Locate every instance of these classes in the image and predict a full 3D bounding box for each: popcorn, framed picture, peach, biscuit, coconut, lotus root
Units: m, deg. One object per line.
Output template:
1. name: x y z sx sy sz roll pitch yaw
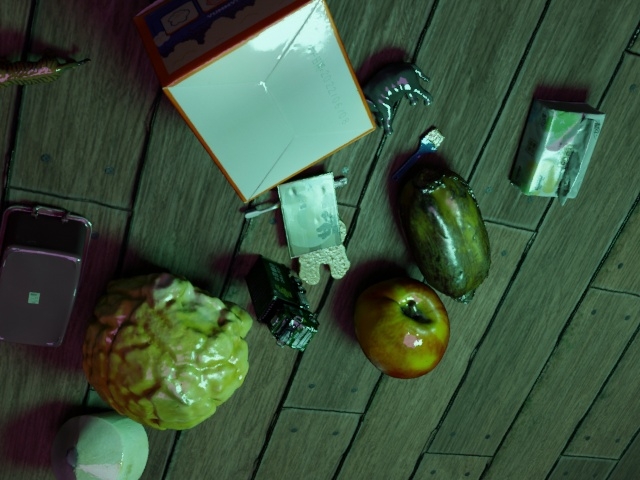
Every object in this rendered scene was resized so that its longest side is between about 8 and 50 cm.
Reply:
1. popcorn: -0.361 0.252 1.670 0.390 0.354 0.344 -30 132 5
2. framed picture: -0.024 -0.059 1.749 0.135 0.010 0.201 -15 119 -11
3. peach: 0.204 0.228 1.890 0.238 0.280 0.281 -53 129 -30
4. biscuit: -0.003 0.000 1.810 0.143 0.040 0.237 -16 118 -16
5. coconut: -0.562 0.540 1.840 0.241 0.241 0.241 -7 121 -12
6. lotus root: 0.317 -0.006 1.816 0.195 0.179 0.398 -23 123 -1

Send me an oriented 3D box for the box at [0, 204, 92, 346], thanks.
1. box: -0.622 0.085 1.600 0.193 0.167 0.294 11 115 -20

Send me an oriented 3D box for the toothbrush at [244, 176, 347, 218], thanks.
1. toothbrush: -0.057 -0.102 1.740 0.262 0.026 0.022 -18 129 -5

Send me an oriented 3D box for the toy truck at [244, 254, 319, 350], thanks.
1. toy truck: -0.092 0.149 1.737 0.121 0.259 0.088 25 110 -28

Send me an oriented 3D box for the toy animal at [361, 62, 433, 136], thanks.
1. toy animal: 0.125 -0.305 1.647 0.269 0.082 0.137 -28 120 5

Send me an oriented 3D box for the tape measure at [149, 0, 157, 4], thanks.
1. tape measure: -0.278 -0.555 1.364 0.186 0.112 0.199 -31 124 0

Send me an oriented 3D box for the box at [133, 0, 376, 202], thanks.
1. box: -0.120 -0.321 1.400 0.318 0.257 0.349 -31 142 2

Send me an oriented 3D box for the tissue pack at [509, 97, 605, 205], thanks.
1. tissue pack: 0.592 -0.215 1.796 0.159 0.145 0.230 2 118 -17

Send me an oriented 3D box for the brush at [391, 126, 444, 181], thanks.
1. brush: 0.233 -0.205 1.774 0.164 0.014 0.051 -45 120 12

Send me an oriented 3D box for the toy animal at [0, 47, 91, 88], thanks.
1. toy animal: -0.568 -0.327 1.414 0.241 0.099 0.057 -10 122 -10

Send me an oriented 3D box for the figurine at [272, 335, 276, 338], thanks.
1. figurine: -0.088 0.207 1.878 0.081 0.146 0.098 -5 90 1
